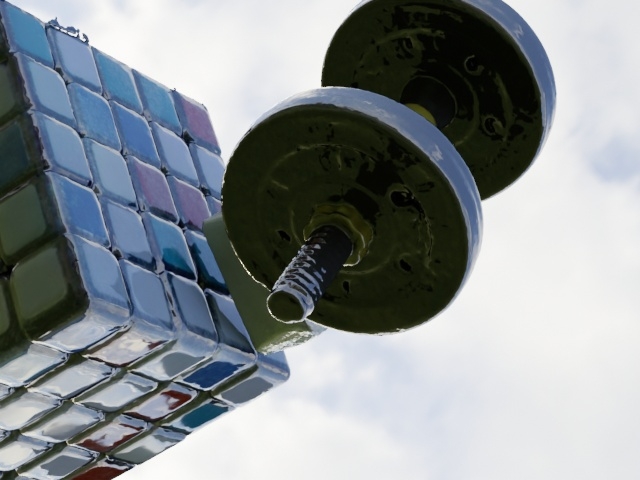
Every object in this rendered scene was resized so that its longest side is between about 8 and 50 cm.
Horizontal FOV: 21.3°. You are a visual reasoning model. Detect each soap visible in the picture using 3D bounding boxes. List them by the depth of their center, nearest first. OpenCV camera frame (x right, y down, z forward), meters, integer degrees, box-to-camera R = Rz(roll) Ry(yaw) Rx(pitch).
[{"bbox_3d":[0.000,0.000,1.372,0.064,0.183,0.121,-17,-79,43],"label":"soap"}]

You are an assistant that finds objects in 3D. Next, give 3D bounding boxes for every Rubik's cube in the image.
[{"bbox_3d":[-0.242,0.026,1.384,0.293,0.292,0.286,-30,-119,20],"label":"Rubik's cube"}]

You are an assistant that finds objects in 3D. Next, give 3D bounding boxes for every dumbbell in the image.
[{"bbox_3d":[0.042,-0.050,0.955,0.143,0.325,0.143,12,-55,18],"label":"dumbbell"}]
